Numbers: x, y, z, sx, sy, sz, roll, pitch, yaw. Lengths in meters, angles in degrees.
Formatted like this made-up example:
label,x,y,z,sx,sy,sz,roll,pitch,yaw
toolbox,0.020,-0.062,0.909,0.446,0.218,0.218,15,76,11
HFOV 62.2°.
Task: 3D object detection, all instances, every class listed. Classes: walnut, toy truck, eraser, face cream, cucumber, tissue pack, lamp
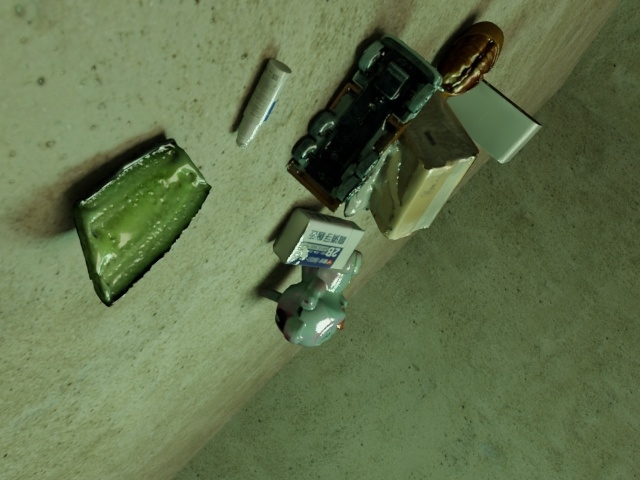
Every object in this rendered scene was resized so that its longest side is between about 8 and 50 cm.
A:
label,x,y,z,sx,sy,sz,roll,pitch,yaw
walnut,0.328,-0.399,1.192,0.207,0.116,0.116,-48,166,11
toy truck,0.088,-0.210,0.965,0.305,0.136,0.162,-51,173,27
eraser,0.000,0.000,1.265,0.210,0.068,0.124,11,115,-48
face cream,-0.083,-0.183,0.727,0.034,0.034,0.130,-27,156,-55
cucumber,-0.226,-0.032,0.637,0.193,0.115,0.086,-47,-150,-18
tissue pack,0.474,-0.348,1.493,0.136,0.246,0.159,-52,167,26
tissue pack,0.172,-0.161,1.216,0.239,0.238,0.305,-40,166,-26
lamp,-0.029,0.137,1.468,0.247,0.248,0.300,24,87,-80

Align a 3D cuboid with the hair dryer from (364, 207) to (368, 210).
label,x,y,z,sx,sy,sz,roll,pitch,yaw
hair dryer,0.161,-0.118,1.460,0.173,0.050,0.194,-56,-166,33
